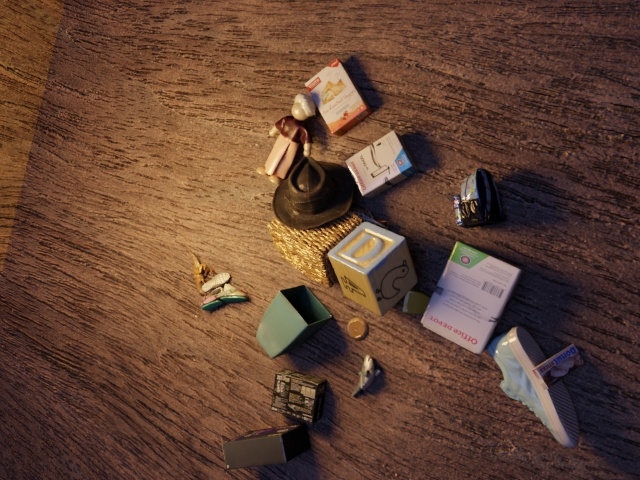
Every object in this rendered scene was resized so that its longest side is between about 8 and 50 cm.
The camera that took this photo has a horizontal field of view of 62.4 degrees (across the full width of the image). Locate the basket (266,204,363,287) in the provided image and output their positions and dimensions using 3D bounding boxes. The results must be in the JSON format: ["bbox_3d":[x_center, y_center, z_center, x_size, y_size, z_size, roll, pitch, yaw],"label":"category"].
[{"bbox_3d":[0.000,0.000,1.874,0.299,0.213,0.223,30,62,36],"label":"basket"}]

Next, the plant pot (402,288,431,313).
[{"bbox_3d":[0.324,0.205,1.756,0.083,0.081,0.081,10,92,15],"label":"plant pot"}]

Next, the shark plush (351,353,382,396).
[{"bbox_3d":[0.156,0.481,1.856,0.067,0.073,0.161,42,128,41],"label":"shark plush"}]

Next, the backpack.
[{"bbox_3d":[0.487,-0.132,1.643,0.117,0.158,0.173,-12,85,42],"label":"backpack"}]

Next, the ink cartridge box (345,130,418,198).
[{"bbox_3d":[0.210,-0.258,1.825,0.203,0.086,0.148,-31,75,21],"label":"ink cartridge box"}]

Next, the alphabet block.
[{"bbox_3d":[0.171,0.089,1.708,0.192,0.197,0.193,-40,40,-19],"label":"alphabet block"}]

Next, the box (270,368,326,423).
[{"bbox_3d":[-0.081,0.568,1.937,0.180,0.077,0.147,7,91,26],"label":"box"}]

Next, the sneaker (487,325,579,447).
[{"bbox_3d":[0.630,0.444,1.581,0.150,0.135,0.366,-38,70,41],"label":"sneaker"}]

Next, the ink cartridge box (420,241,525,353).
[{"bbox_3d":[0.474,0.176,1.655,0.211,0.121,0.289,28,100,25],"label":"ink cartridge box"}]

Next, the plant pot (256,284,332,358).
[{"bbox_3d":[-0.114,0.310,1.925,0.166,0.165,0.234,47,115,20],"label":"plant pot"}]

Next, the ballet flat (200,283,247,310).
[{"bbox_3d":[-0.389,0.220,2.115,0.221,0.077,0.079,-18,58,25],"label":"ballet flat"}]

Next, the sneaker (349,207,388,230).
[{"bbox_3d":[0.148,-0.072,1.860,0.215,0.084,0.083,36,80,25],"label":"sneaker"}]

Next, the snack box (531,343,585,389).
[{"bbox_3d":[0.689,0.363,1.526,0.064,0.178,0.022,61,150,16],"label":"snack box"}]

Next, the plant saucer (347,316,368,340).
[{"bbox_3d":[0.130,0.315,1.879,0.083,0.015,0.083,-1,87,26],"label":"plant saucer"}]

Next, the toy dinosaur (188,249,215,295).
[{"bbox_3d":[-0.500,0.123,2.172,0.112,0.064,0.212,-18,80,26],"label":"toy dinosaur"}]

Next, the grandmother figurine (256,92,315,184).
[{"bbox_3d":[-0.112,-0.380,1.966,0.207,0.104,0.342,31,110,16],"label":"grandmother figurine"}]

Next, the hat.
[{"bbox_3d":[-0.039,-0.199,1.827,0.331,0.134,0.331,-10,47,11],"label":"hat"}]

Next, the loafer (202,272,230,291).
[{"bbox_3d":[-0.419,0.171,2.142,0.125,0.039,0.045,-29,67,1],"label":"loafer"}]

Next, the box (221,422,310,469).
[{"bbox_3d":[-0.197,0.750,1.927,0.261,0.184,0.103,-17,81,24],"label":"box"}]

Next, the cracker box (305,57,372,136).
[{"bbox_3d":[0.064,-0.518,1.919,0.155,0.067,0.232,-34,73,21],"label":"cracker box"}]
